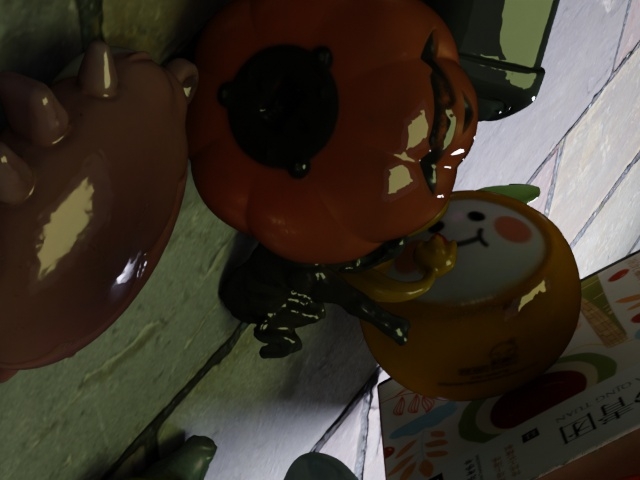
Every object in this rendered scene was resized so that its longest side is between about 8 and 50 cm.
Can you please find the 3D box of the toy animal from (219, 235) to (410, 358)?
[{"bbox_3d":[0.000,0.000,1.112,0.084,0.148,0.233,-99,-168,-51],"label":"toy animal"}]

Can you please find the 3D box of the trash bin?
[{"bbox_3d":[0.104,-0.201,1.043,0.177,0.101,0.236,-126,-131,-63],"label":"trash bin"}]

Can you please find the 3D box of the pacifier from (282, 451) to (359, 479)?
[{"bbox_3d":[-0.062,0.312,1.245,0.225,0.238,0.287,8,148,-29],"label":"pacifier"}]

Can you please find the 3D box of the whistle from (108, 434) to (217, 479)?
[{"bbox_3d":[-0.115,0.221,1.117,0.223,0.123,0.123,-55,164,-64],"label":"whistle"}]

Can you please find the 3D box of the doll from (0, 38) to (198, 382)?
[{"bbox_3d":[-0.141,-0.005,0.795,0.262,0.093,0.211,-56,162,-20],"label":"doll"}]

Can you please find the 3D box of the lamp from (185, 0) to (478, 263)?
[{"bbox_3d":[0.007,-0.079,0.939,0.188,0.187,0.164,-68,161,11],"label":"lamp"}]

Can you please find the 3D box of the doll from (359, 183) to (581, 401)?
[{"bbox_3d":[0.135,0.033,1.410,0.236,0.213,0.213,-101,-168,-46],"label":"doll"}]

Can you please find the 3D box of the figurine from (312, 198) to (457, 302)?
[{"bbox_3d":[0.064,-0.006,1.248,0.176,0.122,0.121,-42,148,-43],"label":"figurine"}]

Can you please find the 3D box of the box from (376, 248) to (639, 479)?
[{"bbox_3d":[0.237,0.178,1.430,0.344,0.122,0.385,-28,-166,8],"label":"box"}]
